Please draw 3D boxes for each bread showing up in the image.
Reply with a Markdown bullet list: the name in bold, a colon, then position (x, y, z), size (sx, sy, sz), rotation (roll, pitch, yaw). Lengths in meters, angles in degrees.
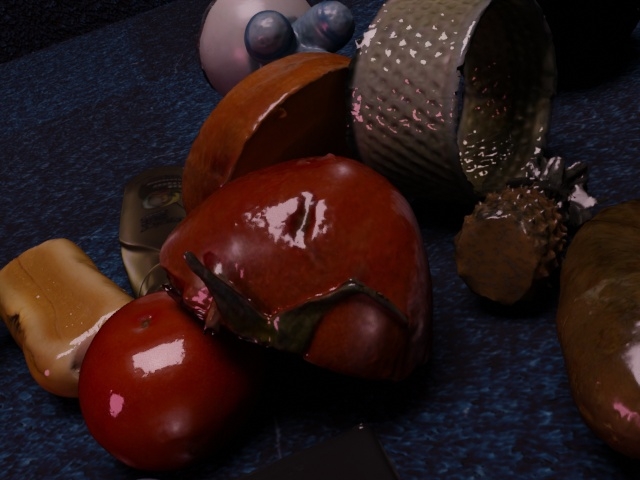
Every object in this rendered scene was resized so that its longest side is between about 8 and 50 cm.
- **bread**: position (-0.308, 0.091, 1.100), size (0.142, 0.091, 0.305), rotation (-32, 32, -18)

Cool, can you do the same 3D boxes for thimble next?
- **thimble**: position (0.166, -0.172, 1.101), size (0.150, 0.271, 0.271), rotation (11, 40, 38)

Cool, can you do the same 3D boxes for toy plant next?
- **toy plant**: position (-0.046, -0.292, 1.480), size (0.247, 0.247, 0.332), rotation (-27, 32, -15)

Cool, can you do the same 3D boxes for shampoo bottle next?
- **shampoo bottle**: position (-0.204, 0.006, 1.197), size (0.125, 0.084, 0.350), rotation (-18, 30, -2)

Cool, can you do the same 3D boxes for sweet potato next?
- **sweet potato**: position (0.277, 0.054, 0.802), size (0.130, 0.131, 0.423), rotation (-8, 22, 18)

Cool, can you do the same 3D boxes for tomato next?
- **tomato**: position (-0.147, 0.131, 0.893), size (0.195, 0.136, 0.195), rotation (-14, 30, 8)
- **tomato**: position (0.001, -0.004, 0.898), size (0.308, 0.170, 0.309), rotation (19, 20, -7)

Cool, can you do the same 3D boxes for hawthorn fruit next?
- **hawthorn fruit**: position (0.358, -0.393, 1.354), size (0.315, 0.316, 0.316), rotation (-14, 29, 8)

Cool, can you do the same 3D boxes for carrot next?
- **carrot**: position (-0.025, -0.104, 1.118), size (0.307, 0.258, 0.100), rotation (-34, 51, -21)

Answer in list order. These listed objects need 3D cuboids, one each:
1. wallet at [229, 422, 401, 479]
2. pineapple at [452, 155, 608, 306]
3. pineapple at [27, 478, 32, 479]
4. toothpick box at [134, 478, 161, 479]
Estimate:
- **wallet**: position (0.020, 0.250, 0.701), size (0.146, 0.030, 0.285), rotation (-20, 28, -9)
- **pineapple**: position (0.237, -0.025, 0.986), size (0.125, 0.125, 0.251), rotation (1, 24, 31)
- **pineapple**: position (-0.291, 0.301, 0.786), size (0.221, 0.047, 0.221), rotation (-15, 32, 10)
- **toothpick box**: position (-0.146, 0.272, 0.685), size (0.101, 0.101, 0.153), rotation (-4, 32, 25)
